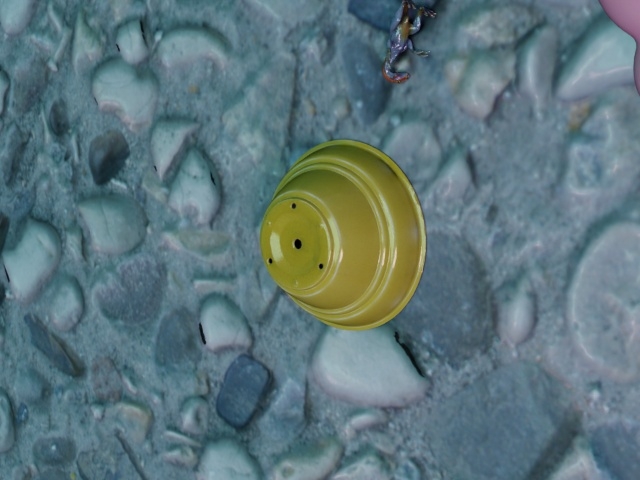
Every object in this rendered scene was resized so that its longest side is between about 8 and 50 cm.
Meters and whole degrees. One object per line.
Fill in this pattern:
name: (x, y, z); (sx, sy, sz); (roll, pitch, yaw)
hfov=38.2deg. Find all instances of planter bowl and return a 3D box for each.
planter bowl: (0.000, 0.000, 1.007); (0.217, 0.090, 0.217); (7, 101, 38)

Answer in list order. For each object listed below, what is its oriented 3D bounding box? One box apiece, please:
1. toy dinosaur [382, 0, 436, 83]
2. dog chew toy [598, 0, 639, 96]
toy dinosaur: (0.086, -0.207, 0.955); (0.090, 0.047, 0.082); (-98, 30, -43)
dog chew toy: (0.287, -0.233, 0.679); (0.207, 0.207, 0.331); (0, 104, 39)
